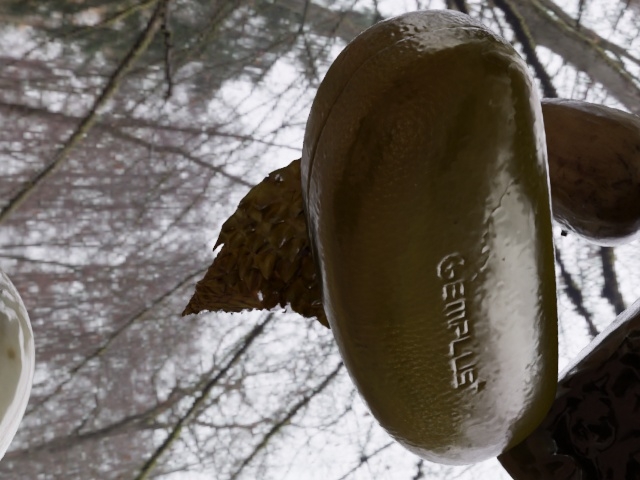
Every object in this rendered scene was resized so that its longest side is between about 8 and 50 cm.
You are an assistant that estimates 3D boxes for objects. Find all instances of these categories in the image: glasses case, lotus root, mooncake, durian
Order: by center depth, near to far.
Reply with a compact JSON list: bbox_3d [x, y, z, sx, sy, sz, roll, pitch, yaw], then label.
[{"bbox_3d":[0.085,0.025,0.626,0.141,0.173,0.371,-108,-177,-55],"label":"glasses case"},{"bbox_3d":[0.384,0.131,0.758,0.246,0.393,0.394,43,-27,10],"label":"mooncake"},{"bbox_3d":[0.011,-0.009,0.891,0.185,0.305,0.196,43,-52,49],"label":"durian"},{"bbox_3d":[0.309,-0.080,0.959,0.257,0.140,0.154,36,-55,41],"label":"lotus root"}]

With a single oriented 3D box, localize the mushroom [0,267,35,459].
[{"bbox_3d":[-0.297,0.067,0.497,0.246,0.246,0.202,58,-41,29],"label":"mushroom"}]
